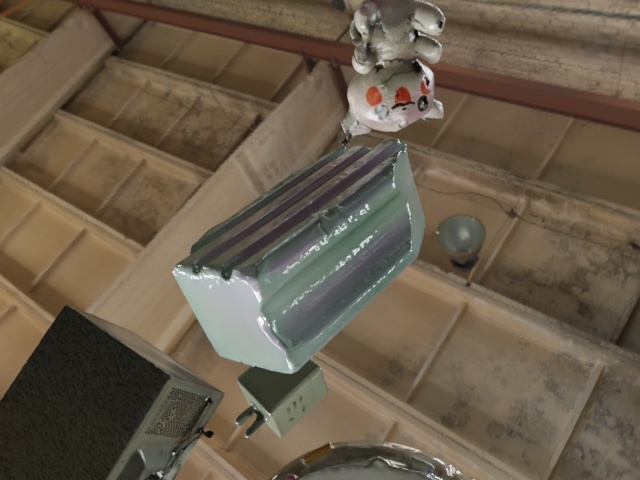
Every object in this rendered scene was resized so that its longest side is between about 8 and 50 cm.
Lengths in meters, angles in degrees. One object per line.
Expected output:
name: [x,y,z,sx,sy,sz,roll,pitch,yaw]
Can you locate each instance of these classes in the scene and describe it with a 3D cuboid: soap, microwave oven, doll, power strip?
soap: [0.000,0.000,0.476,0.230,0.091,0.145,-37,-156,-35]
microwave oven: [-0.456,0.411,1.118,0.374,0.236,0.432,25,-103,25]
doll: [0.091,-0.226,0.746,0.149,0.192,0.095,-12,-152,-13]
power strip: [-0.111,0.370,1.349,0.224,0.140,0.139,-38,-127,-24]

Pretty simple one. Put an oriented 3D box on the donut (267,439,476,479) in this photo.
donut: [0.069,0.421,0.649,0.382,0.142,0.383,-2,-100,13]
